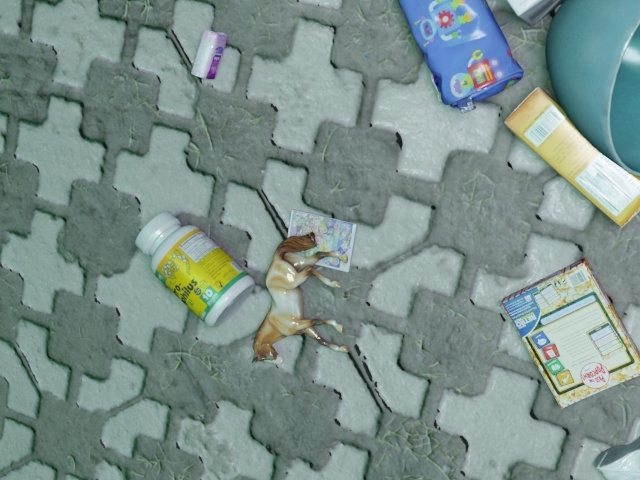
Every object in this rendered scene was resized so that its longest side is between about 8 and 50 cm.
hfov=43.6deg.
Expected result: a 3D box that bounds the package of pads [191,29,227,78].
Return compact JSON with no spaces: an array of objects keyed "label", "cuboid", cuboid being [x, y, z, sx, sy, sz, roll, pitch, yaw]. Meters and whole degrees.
[{"label":"package of pads","cuboid":[-0.193,-0.324,1.397,0.031,0.050,0.083,25,106,15]}]

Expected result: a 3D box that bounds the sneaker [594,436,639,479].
[{"label":"sneaker","cuboid":[0.512,0.341,1.255,0.152,0.054,0.061,-33,96,28]}]

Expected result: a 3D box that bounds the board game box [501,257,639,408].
[{"label":"board game box","cuboid":[0.398,0.147,1.262,0.146,0.045,0.194,-29,88,22]}]

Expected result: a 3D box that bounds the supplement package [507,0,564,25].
[{"label":"supplement package","cuboid":[0.276,-0.478,1.127,0.175,0.177,0.293,-36,86,22]}]

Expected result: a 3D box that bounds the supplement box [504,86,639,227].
[{"label":"supplement box","cuboid":[0.388,-0.126,1.202,0.233,0.078,0.080,46,108,7]}]

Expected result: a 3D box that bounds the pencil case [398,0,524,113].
[{"label":"pencil case","cuboid":[0.187,-0.343,1.216,0.133,0.119,0.306,-27,89,24]}]

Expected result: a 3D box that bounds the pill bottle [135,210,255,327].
[{"label":"pill bottle","cuboid":[-0.229,0.047,1.439,0.208,0.117,0.118,43,111,8]}]

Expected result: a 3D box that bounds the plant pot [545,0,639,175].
[{"label":"plant pot","cuboid":[0.424,-0.258,1.086,0.195,0.290,0.290,43,116,48]}]

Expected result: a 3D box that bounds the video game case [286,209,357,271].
[{"label":"video game case","cuboid":[0.000,0.000,1.403,0.122,0.011,0.087,13,103,18]}]

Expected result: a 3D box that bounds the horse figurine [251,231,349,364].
[{"label":"horse figurine","cuboid":[-0.039,0.099,1.401,0.174,0.066,0.264,6,110,22]}]
